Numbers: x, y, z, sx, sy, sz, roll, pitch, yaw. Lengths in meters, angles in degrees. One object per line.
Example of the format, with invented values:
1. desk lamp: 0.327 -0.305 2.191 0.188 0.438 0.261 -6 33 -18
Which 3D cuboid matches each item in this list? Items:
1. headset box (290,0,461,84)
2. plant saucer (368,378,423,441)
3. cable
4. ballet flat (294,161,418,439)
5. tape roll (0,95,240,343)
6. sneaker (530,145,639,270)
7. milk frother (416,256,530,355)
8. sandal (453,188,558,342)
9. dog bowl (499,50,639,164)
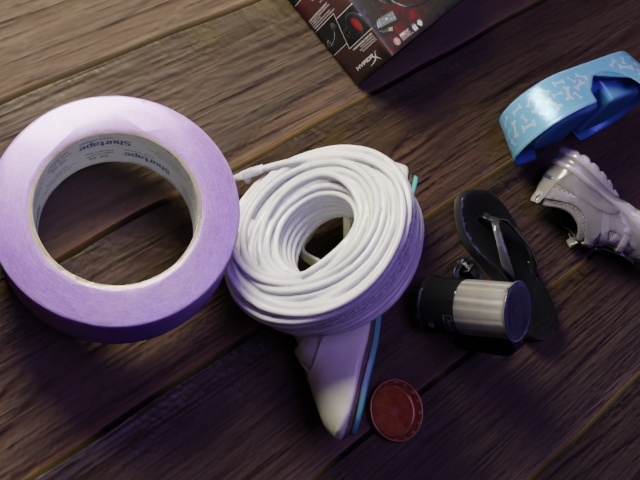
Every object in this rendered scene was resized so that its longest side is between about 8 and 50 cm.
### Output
1. headset box: 0.053 -0.414 1.364 0.218 0.110 0.293 -42 96 -31
2. plant saucer: 0.101 0.229 1.248 0.083 0.013 0.083 8 72 -26
3. cable: 0.000 0.000 1.130 0.089 0.257 0.257 51 28 -48
4. ballet flat: 0.026 0.061 1.210 0.139 0.139 0.400 26 60 -19
5. tape roll: -0.234 -0.024 1.063 0.275 0.090 0.275 3 72 -11
6. sneaker: 0.444 -0.024 1.483 0.281 0.105 0.115 41 94 -16
7. milk frother: 0.229 0.077 1.293 0.129 0.135 0.143 46 57 -45
8. sandal: 0.290 0.029 1.387 0.097 0.054 0.254 -31 91 -32
9. dog bowl: 0.405 -0.216 1.470 0.297 0.166 0.074 -22 74 -31
